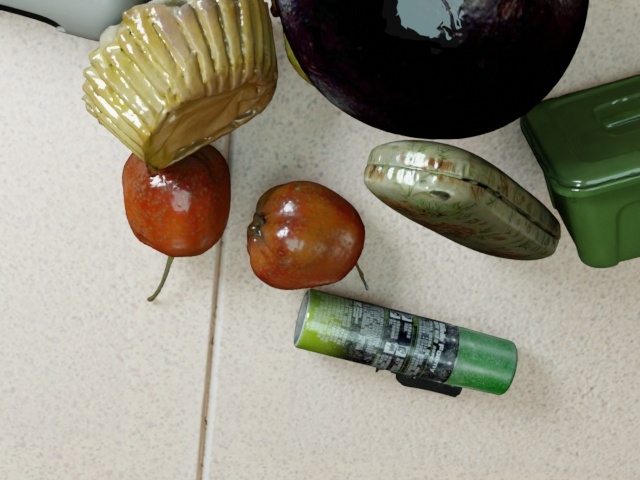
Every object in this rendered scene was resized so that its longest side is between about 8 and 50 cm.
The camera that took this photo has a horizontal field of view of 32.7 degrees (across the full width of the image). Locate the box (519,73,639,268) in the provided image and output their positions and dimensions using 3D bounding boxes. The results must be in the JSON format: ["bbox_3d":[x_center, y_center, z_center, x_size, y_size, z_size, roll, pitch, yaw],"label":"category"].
[{"bbox_3d":[0.460,-0.106,1.468,0.328,0.253,0.178,-16,121,6],"label":"box"}]

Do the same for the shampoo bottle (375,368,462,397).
[{"bbox_3d":[0.155,0.211,1.698,0.137,0.027,0.048,18,108,-9],"label":"shampoo bottle"}]

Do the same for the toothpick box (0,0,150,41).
[{"bbox_3d":[-0.327,-0.376,1.341,0.316,0.229,0.229,14,111,-10],"label":"toothpick box"}]

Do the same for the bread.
[{"bbox_3d":[-0.162,-0.211,1.382,0.274,0.274,0.149,-42,76,14],"label":"bread"}]

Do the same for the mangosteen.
[{"bbox_3d":[0.103,-0.291,1.305,0.382,0.435,0.382,8,74,-30],"label":"mangosteen"}]

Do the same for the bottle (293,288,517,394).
[{"bbox_3d":[0.129,0.155,1.639,0.330,0.093,0.093,15,111,-8],"label":"bottle"}]

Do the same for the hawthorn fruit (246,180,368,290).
[{"bbox_3d":[0.000,0.000,1.549,0.203,0.162,0.163,12,112,-25],"label":"hawthorn fruit"}]

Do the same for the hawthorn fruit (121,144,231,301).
[{"bbox_3d":[-0.211,-0.007,1.536,0.165,0.165,0.285,10,119,-6],"label":"hawthorn fruit"}]

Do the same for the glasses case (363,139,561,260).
[{"bbox_3d":[0.194,-0.045,1.414,0.156,0.425,0.098,13,86,28],"label":"glasses case"}]
